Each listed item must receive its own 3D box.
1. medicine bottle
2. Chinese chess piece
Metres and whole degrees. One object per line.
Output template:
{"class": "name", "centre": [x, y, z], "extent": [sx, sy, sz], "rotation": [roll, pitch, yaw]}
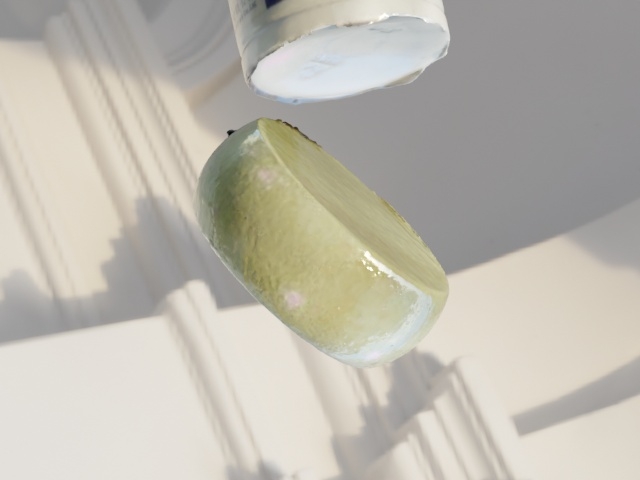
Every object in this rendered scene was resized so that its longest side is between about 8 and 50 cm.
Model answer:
{"class": "medicine bottle", "centre": [-0.006, -0.312, 1.130], "extent": [0.190, 0.190, 0.332], "rotation": [-28, -111, 51]}
{"class": "Chinese chess piece", "centre": [0.000, 0.000, 1.006], "extent": [0.092, 0.238, 0.237], "rotation": [-48, -124, 14]}
